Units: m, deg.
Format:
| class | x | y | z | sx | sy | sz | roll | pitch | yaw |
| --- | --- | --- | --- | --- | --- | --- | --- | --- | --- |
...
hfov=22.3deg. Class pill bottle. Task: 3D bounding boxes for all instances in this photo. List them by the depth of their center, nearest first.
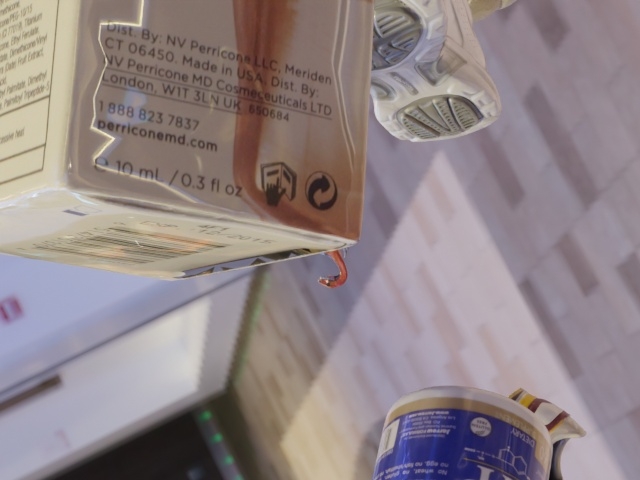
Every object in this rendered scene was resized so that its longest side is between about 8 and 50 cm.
| class | x | y | z | sx | sy | sz | roll | pitch | yaw |
| --- | --- | --- | --- | --- | --- | --- | --- | --- | --- |
| pill bottle | 0.078 | 0.195 | 1.005 | 0.112 | 0.112 | 0.186 | 80 | -160 | -51 |

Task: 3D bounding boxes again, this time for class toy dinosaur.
| class | x | y | z | sx | sy | sz | roll | pitch | yaw |
| --- | --- | --- | --- | --- | --- | --- | --- | --- | --- |
| toy dinosaur | 0.000 | 0.000 | 1.443 | 0.082 | 0.047 | 0.090 | 61 | 175 | 17 |

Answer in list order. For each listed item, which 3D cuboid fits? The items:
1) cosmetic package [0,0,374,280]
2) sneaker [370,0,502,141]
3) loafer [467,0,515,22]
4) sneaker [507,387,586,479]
| class | x | y | z | sx | sy | sz | roll | pitch | yaw |
| --- | --- | --- | --- | --- | --- | --- | --- | --- | --- |
| cosmetic package | -0.065 | -0.142 | 0.643 | 0.153 | 0.129 | 0.296 | -10 | 73 | 56 |
| sneaker | 0.038 | -0.147 | 0.970 | 0.232 | 0.090 | 0.115 | 46 | -148 | -63 |
| loafer | 0.054 | -0.251 | 1.190 | 0.268 | 0.092 | 0.102 | 49 | 170 | -31 |
| sneaker | 0.171 | 0.230 | 1.469 | 0.084 | 0.185 | 0.069 | 29 | -162 | 22 |
